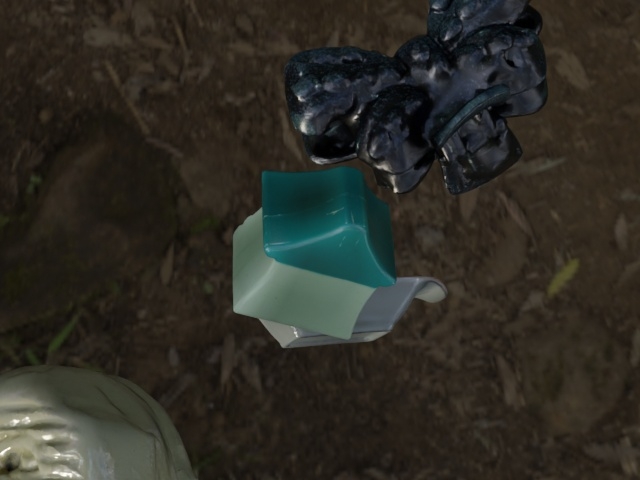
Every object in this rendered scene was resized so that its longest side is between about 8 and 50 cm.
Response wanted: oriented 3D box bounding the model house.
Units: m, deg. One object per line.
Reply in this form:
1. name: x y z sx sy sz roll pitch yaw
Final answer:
1. model house: 0.000 0.000 1.183 0.127 0.100 0.149 15 136 -20

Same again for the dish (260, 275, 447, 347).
1. dish: 0.040 0.089 1.621 0.234 0.064 0.154 -5 169 -15

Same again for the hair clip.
1. hair clip: 0.123 -0.171 1.432 0.310 0.206 0.194 -34 159 -1

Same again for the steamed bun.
1. steamed bun: -0.231 0.296 1.236 0.339 0.352 0.247 -31 157 29
